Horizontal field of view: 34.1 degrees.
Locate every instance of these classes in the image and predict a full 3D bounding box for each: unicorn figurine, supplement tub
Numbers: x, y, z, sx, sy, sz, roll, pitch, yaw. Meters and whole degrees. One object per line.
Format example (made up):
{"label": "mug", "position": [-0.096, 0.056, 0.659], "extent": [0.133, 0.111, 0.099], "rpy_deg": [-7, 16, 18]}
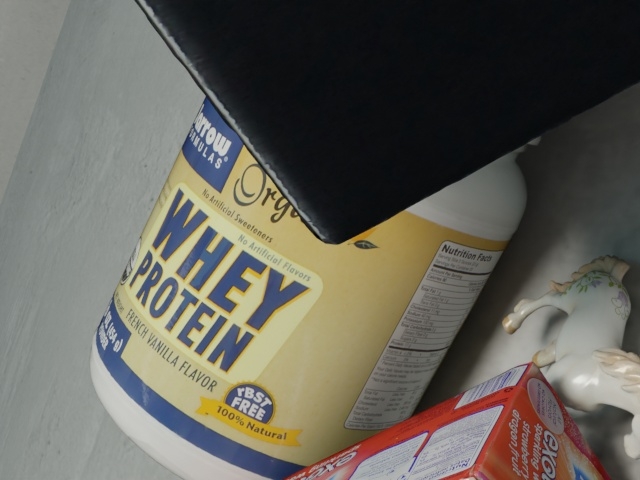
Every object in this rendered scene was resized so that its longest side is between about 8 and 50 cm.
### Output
{"label": "unicorn figurine", "position": [0.149, 0.070, 0.582], "extent": [0.111, 0.060, 0.162], "rpy_deg": [-31, 43, 42]}
{"label": "supplement tub", "position": [0.000, 0.000, 0.719], "extent": [0.316, 0.228, 0.228], "rpy_deg": [-63, 28, 13]}

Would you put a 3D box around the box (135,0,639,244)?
{"label": "box", "position": [0.096, -0.332, 0.499], "extent": [0.479, 0.297, 0.472], "rpy_deg": [-28, 41, 9]}

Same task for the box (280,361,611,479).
{"label": "box", "position": [0.026, 0.186, 0.553], "extent": [0.257, 0.123, 0.128], "rpy_deg": [-31, 3, 29]}
